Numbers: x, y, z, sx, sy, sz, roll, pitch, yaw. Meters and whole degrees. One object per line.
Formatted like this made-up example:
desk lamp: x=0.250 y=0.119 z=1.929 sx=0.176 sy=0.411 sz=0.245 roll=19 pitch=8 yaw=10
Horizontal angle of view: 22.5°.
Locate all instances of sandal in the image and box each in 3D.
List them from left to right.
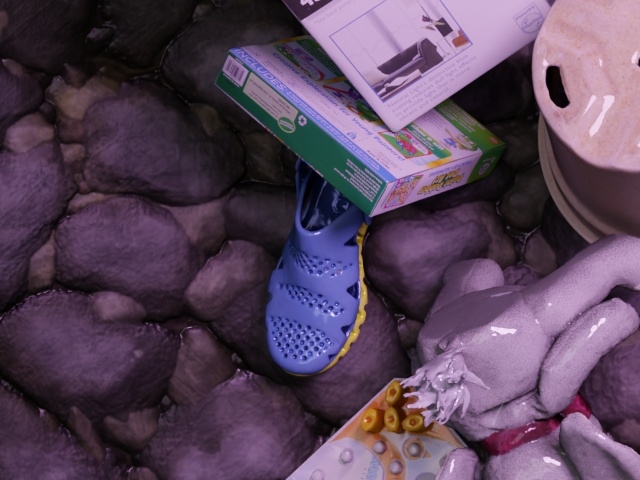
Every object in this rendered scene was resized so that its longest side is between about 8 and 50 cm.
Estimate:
sandal: x=0.000 y=0.000 z=1.867 sx=0.126 sy=0.138 sz=0.317 roll=11 pitch=86 yaw=20

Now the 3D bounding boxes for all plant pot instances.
plant pot: x=0.358 y=-0.151 z=1.670 sx=0.333 sy=0.305 sz=0.334 roll=-4 pitch=79 yaw=19

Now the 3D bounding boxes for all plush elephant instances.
plush elephant: x=0.223 y=0.177 z=1.692 sx=0.271 sy=0.330 sz=0.255 roll=-13 pitch=109 yaw=38

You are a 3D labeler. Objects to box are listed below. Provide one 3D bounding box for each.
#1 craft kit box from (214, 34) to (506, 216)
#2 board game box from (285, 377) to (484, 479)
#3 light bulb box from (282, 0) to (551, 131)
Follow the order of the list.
craft kit box: x=0.048 y=-0.143 z=1.819 sx=0.250 sy=0.246 sz=0.061 roll=42 pitch=126 yaw=22
board game box: x=0.070 y=0.419 z=1.810 sx=0.390 sy=0.050 sz=0.390 roll=-44 pitch=69 yaw=8
light bulb box: x=0.031 y=-0.378 z=1.739 sx=0.225 sy=0.361 sz=0.358 roll=-34 pitch=43 yaw=11
